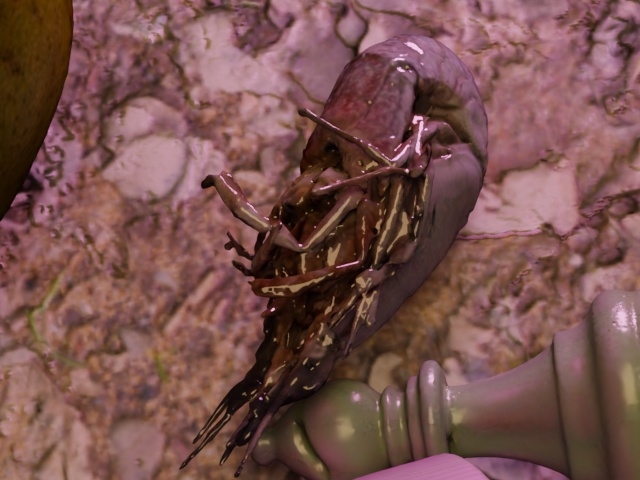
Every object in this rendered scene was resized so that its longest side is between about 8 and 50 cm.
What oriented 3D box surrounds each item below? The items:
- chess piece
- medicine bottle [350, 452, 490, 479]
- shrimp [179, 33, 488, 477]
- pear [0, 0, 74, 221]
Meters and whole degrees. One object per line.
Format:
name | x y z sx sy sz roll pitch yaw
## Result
chess piece | 0.088 0.111 1.118 0.271 0.139 0.139 -8 68 8
medicine bottle | -0.043 0.261 0.977 0.325 0.256 0.256 -15 68 -17
shrimp | 0.007 0.004 1.130 0.116 0.145 0.343 11 54 33
pear | -0.332 -0.139 1.107 0.352 0.352 0.413 -11 78 -4
